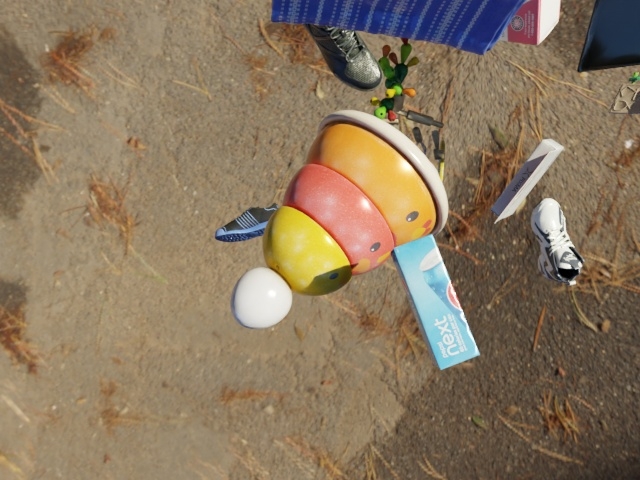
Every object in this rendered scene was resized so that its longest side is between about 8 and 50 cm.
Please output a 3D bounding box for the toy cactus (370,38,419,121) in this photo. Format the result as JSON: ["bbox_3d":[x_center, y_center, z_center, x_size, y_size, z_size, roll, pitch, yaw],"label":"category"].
[{"bbox_3d":[0.192,-0.381,1.416,0.112,0.180,0.219,7,75,15],"label":"toy cactus"}]

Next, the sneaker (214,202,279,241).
[{"bbox_3d":[-0.237,-0.059,1.873,0.232,0.081,0.091,-12,67,6],"label":"sneaker"}]

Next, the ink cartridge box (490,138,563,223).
[{"bbox_3d":[0.635,-0.188,1.792,0.060,0.238,0.275,42,119,20],"label":"ink cartridge box"}]

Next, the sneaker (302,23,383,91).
[{"bbox_3d":[0.041,-0.386,1.089,0.087,0.130,0.228,-36,97,-1],"label":"sneaker"}]

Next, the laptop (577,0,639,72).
[{"bbox_3d":[0.800,-0.652,1.322,0.381,0.236,0.408,-7,86,3],"label":"laptop"}]

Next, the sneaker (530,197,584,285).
[{"bbox_3d":[0.633,0.014,1.500,0.093,0.153,0.235,-10,110,-7],"label":"sneaker"}]

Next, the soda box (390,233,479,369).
[{"bbox_3d":[0.187,0.101,0.950,0.071,0.067,0.210,-20,83,-1],"label":"soda box"}]

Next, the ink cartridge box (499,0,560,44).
[{"bbox_3d":[0.338,-0.535,1.175,0.282,0.117,0.207,22,148,34],"label":"ink cartridge box"}]

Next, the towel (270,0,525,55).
[{"bbox_3d":[0.112,-0.338,0.725,0.335,0.243,0.040,4,72,-10],"label":"towel"}]

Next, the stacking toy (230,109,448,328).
[{"bbox_3d":[0.000,0.000,1.183,0.350,0.350,0.480,44,73,-3],"label":"stacking toy"}]

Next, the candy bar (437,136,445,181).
[{"bbox_3d":[0.409,-0.269,1.931,0.018,0.040,0.162,4,97,4],"label":"candy bar"}]

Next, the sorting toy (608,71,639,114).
[{"bbox_3d":[0.516,-0.242,0.935,0.012,0.062,0.083,32,82,-34],"label":"sorting toy"}]

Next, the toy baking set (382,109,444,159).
[{"bbox_3d":[0.295,-0.333,1.806,0.256,0.030,0.197,12,150,-10],"label":"toy baking set"}]
